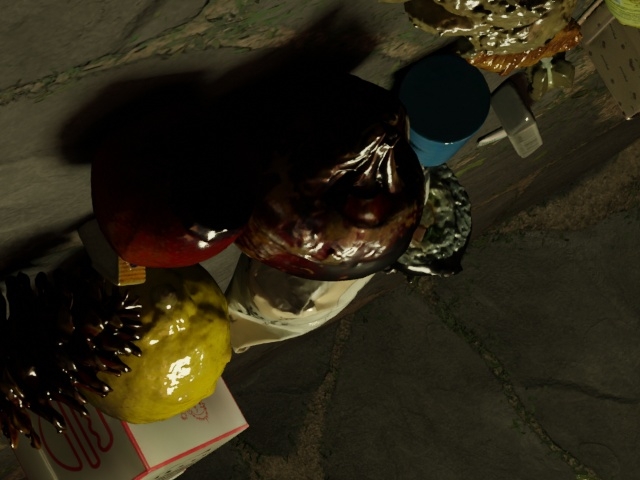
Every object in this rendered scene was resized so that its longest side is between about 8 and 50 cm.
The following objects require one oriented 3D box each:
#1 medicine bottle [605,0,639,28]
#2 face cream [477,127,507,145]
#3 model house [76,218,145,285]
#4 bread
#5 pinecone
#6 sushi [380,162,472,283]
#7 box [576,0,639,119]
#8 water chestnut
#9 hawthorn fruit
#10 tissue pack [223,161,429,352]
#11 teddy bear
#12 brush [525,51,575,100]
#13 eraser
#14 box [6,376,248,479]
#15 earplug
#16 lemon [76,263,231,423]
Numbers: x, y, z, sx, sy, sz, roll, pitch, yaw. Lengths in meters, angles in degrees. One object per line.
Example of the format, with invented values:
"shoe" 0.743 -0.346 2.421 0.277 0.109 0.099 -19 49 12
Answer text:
"medicine bottle" 0.444 -0.370 1.653 0.124 0.124 0.239 -31 170 14
"face cream" 0.371 -0.220 2.438 0.115 0.020 0.038 -27 170 -4
"model house" -0.258 0.004 1.633 0.100 0.100 0.088 -32 169 15
"bread" 0.276 -0.291 1.695 0.233 0.076 0.105 -13 150 -35
"pinecone" -0.377 0.145 1.616 0.292 0.246 0.246 -28 170 -2
"sushi" 0.161 -0.030 2.278 0.238 0.225 0.218 5 169 -29
"box" 0.603 -0.360 1.919 0.297 0.190 0.225 -24 170 -21
"water chestnut" 0.002 -0.086 1.506 0.289 0.289 0.244 -21 134 -37
"hawthorn fruit" -0.174 -0.051 1.382 0.189 0.189 0.251 -24 172 -24
"tissue pack" 0.000 0.000 1.893 0.390 0.195 0.375 -52 -178 -18
"teddy bear" 0.208 -0.291 1.307 0.267 0.156 0.256 -32 171 12
"brush" 0.373 -0.298 1.963 0.084 0.071 0.301 -27 165 7
"eraser" 0.369 -0.222 2.234 0.061 0.089 0.352 -28 169 11
"box" -0.383 0.327 2.276 0.300 0.312 0.314 -38 167 33
"earplug" 0.175 -0.183 1.831 0.132 0.132 0.273 -28 173 -4
"lemon" -0.266 0.143 1.858 0.285 0.285 0.316 -16 141 -50
